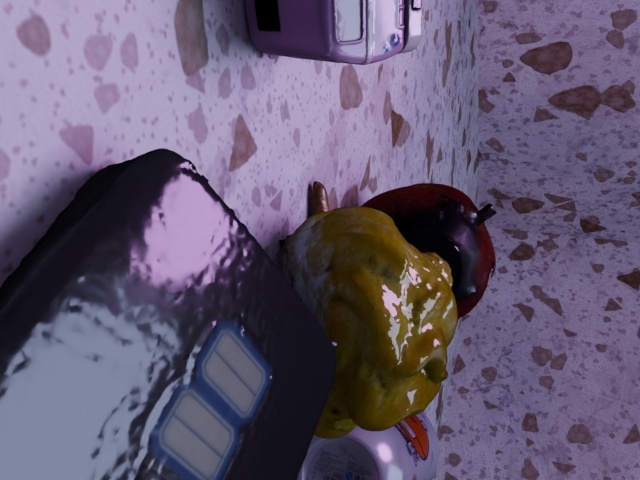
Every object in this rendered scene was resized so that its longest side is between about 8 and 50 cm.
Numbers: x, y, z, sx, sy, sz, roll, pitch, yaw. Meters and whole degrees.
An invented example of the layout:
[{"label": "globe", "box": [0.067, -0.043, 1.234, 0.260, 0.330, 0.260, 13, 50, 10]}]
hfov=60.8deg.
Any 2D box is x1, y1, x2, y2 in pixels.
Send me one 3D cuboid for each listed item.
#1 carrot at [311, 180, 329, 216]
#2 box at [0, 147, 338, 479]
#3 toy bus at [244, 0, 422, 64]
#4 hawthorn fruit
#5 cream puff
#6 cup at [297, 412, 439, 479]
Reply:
[{"label": "carrot", "box": [0.000, 0.000, 0.882, 0.047, 0.047, 0.191, -18, 113, -66]}, {"label": "box", "box": [-0.129, 0.150, 0.450, 0.359, 0.091, 0.350, 55, 45, -35]}, {"label": "toy bus", "box": [0.005, -0.277, 0.613, 0.142, 0.202, 0.142, -21, 120, -30]}, {"label": "hawthorn fruit", "box": [0.173, 0.035, 1.019, 0.316, 0.316, 0.316, 7, 90, -68]}, {"label": "cream puff", "box": [0.087, 0.115, 0.757, 0.270, 0.274, 0.323, 3, 102, -25]}, {"label": "cup", "box": [0.087, 0.409, 1.007, 0.317, 0.212, 0.212, 25, 73, -66]}]
